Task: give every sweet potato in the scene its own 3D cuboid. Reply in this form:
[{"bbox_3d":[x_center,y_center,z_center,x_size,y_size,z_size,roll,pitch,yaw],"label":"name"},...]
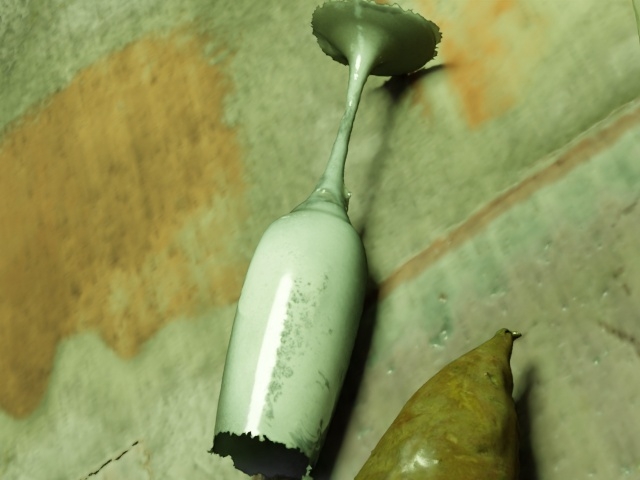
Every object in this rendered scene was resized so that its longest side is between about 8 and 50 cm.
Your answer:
[{"bbox_3d":[0.039,0.148,0.709,0.075,0.075,0.269,-11,55,36],"label":"sweet potato"}]

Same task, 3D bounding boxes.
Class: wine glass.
[{"bbox_3d":[0.000,0.000,0.871,0.074,0.074,0.262,-9,54,37],"label":"wine glass"}]

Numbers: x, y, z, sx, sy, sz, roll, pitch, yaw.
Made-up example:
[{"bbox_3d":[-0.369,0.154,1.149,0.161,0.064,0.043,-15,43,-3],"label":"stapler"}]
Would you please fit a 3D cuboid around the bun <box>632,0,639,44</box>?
[{"bbox_3d":[0.281,-0.110,0.551,0.360,0.360,0.211,-40,80,9],"label":"bun"}]
